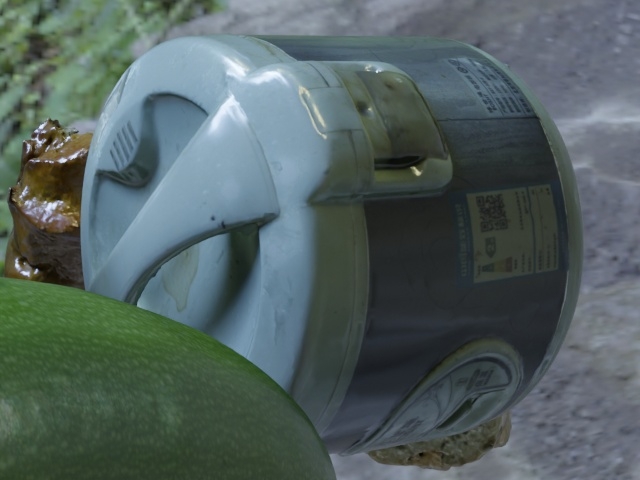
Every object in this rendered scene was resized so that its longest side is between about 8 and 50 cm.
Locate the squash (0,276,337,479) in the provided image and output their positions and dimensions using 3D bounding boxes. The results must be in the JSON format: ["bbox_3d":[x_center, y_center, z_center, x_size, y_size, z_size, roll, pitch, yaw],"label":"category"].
[{"bbox_3d":[-0.090,0.062,0.425,0.107,0.395,0.107,-3,83,22],"label":"squash"}]

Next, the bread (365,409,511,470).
[{"bbox_3d":[0.094,0.092,1.504,0.183,0.224,0.211,2,122,18],"label":"bread"}]

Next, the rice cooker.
[{"bbox_3d":[-0.002,0.002,1.071,0.288,0.277,0.288,6,98,51],"label":"rice cooker"}]

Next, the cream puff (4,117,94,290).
[{"bbox_3d":[-0.277,-0.030,1.912,0.269,0.155,0.241,109,168,-54],"label":"cream puff"}]
